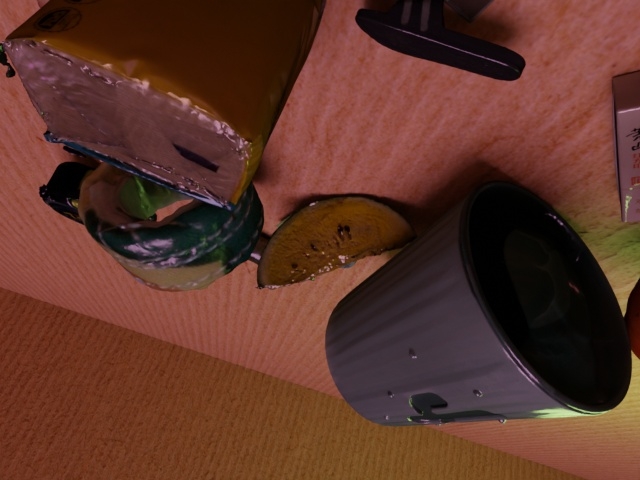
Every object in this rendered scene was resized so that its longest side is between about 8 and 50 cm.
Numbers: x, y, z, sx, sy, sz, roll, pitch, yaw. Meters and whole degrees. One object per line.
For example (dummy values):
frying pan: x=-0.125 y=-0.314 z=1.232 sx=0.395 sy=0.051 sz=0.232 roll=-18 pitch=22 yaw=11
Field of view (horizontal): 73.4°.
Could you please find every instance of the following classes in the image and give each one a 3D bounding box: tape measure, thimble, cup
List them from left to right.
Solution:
tape measure: x=-0.465 y=-0.086 z=0.894 sx=0.198 sy=0.112 sz=0.186 roll=10 pitch=162 yaw=21
thimble: x=-0.243 y=-0.057 z=0.716 sx=0.288 sy=0.254 sz=0.167 roll=33 pitch=156 yaw=29
cup: x=0.244 y=0.161 z=0.679 sx=0.401 sy=0.310 sz=0.392 roll=47 pitch=138 yaw=-2

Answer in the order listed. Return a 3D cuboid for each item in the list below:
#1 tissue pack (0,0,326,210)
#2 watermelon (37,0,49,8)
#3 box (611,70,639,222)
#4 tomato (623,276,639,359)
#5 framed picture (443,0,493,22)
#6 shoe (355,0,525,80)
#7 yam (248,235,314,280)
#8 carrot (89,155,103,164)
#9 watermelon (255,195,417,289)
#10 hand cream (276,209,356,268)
tissue pack: x=-0.114 y=-0.185 z=0.407 sx=0.192 sy=0.271 sz=0.134 roll=20 pitch=147 yaw=-7
watermelon: x=-0.252 y=-0.242 z=0.524 sx=0.136 sy=0.193 sz=0.146 roll=-16 pitch=121 yaw=-17
box: x=0.411 y=-0.104 z=0.478 sx=0.140 sy=0.058 sz=0.201 roll=-6 pitch=144 yaw=35
tomato: x=0.556 y=0.096 z=0.575 sx=0.259 sy=0.180 sz=0.260 roll=-14 pitch=141 yaw=-12
framed picture: x=0.136 y=-0.259 z=0.412 sx=0.089 sy=0.007 sz=0.066 roll=28 pitch=150 yaw=-18
shoe: x=0.126 y=-0.217 z=0.443 sx=0.179 sy=0.049 sz=0.071 roll=23 pitch=-171 yaw=12
yam: x=-0.155 y=0.017 z=0.979 sx=0.317 sy=0.067 sz=0.071 roll=20 pitch=179 yaw=-6
carrot: x=-0.391 y=-0.133 z=0.875 sx=0.191 sy=0.047 sz=0.047 roll=34 pitch=147 yaw=-23
watermelon: x=0.016 y=0.004 z=0.783 sx=0.300 sy=0.129 sz=0.123 roll=-21 pitch=131 yaw=12
hand cream: x=0.000 y=0.000 z=0.893 sx=0.175 sy=0.046 sz=0.095 roll=36 pitch=147 yaw=-18
